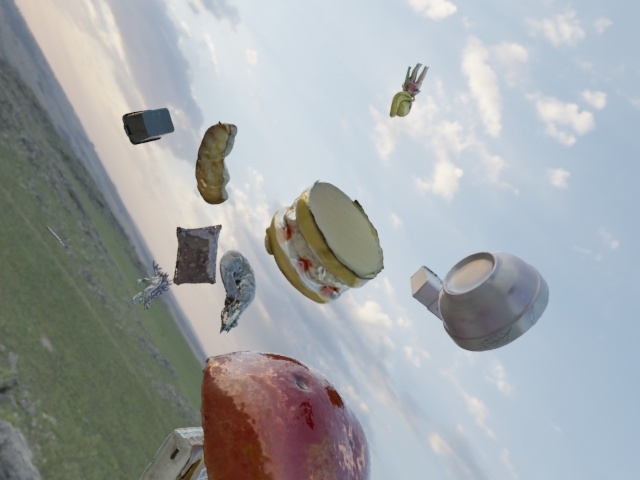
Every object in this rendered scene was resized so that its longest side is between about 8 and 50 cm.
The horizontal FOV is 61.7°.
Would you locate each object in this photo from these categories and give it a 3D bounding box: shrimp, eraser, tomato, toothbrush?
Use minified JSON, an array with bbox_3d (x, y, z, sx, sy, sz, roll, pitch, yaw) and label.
[{"bbox_3d":[-0.247,0.134,1.515,0.164,0.062,0.317,56,21,-24],"label":"shrimp"},{"bbox_3d":[0.426,0.212,1.780,0.287,0.086,0.130,37,21,-13],"label":"eraser"},{"bbox_3d":[-0.019,0.292,0.743,0.338,0.143,0.338,58,15,-26],"label":"tomato"},{"bbox_3d":[-0.522,-0.004,1.067,0.097,0.008,0.006,92,-26,-65],"label":"toothbrush"}]

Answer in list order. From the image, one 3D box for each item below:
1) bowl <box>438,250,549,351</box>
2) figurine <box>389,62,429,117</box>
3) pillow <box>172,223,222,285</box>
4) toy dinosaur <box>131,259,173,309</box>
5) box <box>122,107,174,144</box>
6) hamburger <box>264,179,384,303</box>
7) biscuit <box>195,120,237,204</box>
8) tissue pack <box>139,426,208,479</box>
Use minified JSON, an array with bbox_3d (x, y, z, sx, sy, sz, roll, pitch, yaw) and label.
[{"bbox_3d":[0.420,0.132,1.379,0.144,0.287,0.287,49,-11,-19],"label":"bowl"},{"bbox_3d":[0.271,-0.464,1.668,0.083,0.187,0.083,27,15,-8],"label":"figurine"},{"bbox_3d":[-0.315,0.041,1.367,0.043,0.118,0.185,-117,-148,-57],"label":"pillow"},{"bbox_3d":[-0.381,0.099,1.232,0.209,0.082,0.039,-116,-175,-62],"label":"toy dinosaur"},{"bbox_3d":[-0.446,-0.303,1.401,0.069,0.122,0.084,-8,-74,31],"label":"box"},{"bbox_3d":[0.000,0.000,1.249,0.261,0.186,0.303,42,34,-27],"label":"hamburger"},{"bbox_3d":[-0.346,-0.250,1.751,0.045,0.154,0.299,30,59,-52],"label":"biscuit"},{"bbox_3d":[-0.303,0.536,1.280,0.092,0.183,0.226,30,0,30],"label":"tissue pack"}]
